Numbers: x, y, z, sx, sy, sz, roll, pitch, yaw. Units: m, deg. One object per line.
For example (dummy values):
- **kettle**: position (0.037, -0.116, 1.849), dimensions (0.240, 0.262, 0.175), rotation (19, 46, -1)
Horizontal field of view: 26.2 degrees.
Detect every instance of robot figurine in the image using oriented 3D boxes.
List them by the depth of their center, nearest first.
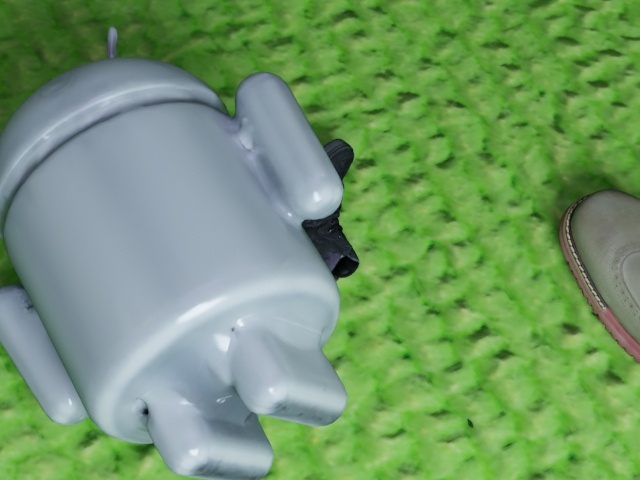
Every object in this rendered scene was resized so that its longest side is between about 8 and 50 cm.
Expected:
- **robot figurine**: position (-0.121, 0.008, 1.018), dimensions (0.300, 0.200, 0.353), rotation (-37, 64, 11)

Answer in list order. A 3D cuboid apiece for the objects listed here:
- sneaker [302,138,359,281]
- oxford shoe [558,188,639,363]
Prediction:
- **sneaker**: position (0.000, -0.001, 1.126), dimensions (0.089, 0.051, 0.170), rotation (33, 65, 15)
- **oxford shoe**: position (0.332, 0.064, 1.063), dimensions (0.123, 0.130, 0.348), rotation (-37, 67, -25)
